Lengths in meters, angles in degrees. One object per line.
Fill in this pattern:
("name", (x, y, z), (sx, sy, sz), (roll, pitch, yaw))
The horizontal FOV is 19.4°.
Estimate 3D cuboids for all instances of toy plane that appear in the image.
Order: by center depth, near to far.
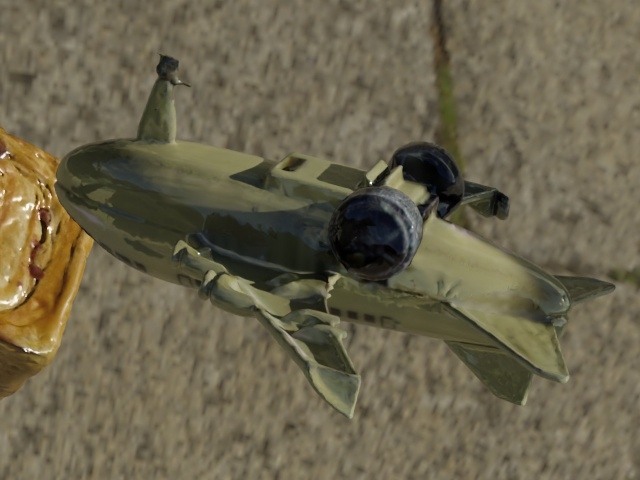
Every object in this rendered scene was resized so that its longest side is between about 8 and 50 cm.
("toy plane", (0.000, 0.000, 0.846), (0.256, 0.104, 0.242), (25, 27, 9))

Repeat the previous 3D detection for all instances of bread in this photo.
("bread", (-0.236, 0.017, 1.184), (0.158, 0.143, 0.149), (34, 54, -20))
